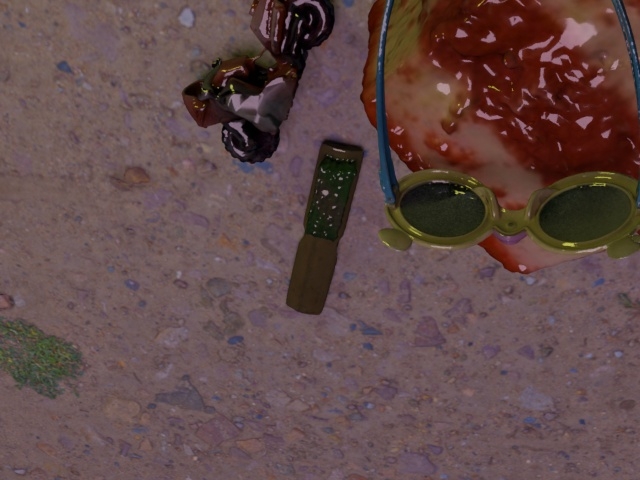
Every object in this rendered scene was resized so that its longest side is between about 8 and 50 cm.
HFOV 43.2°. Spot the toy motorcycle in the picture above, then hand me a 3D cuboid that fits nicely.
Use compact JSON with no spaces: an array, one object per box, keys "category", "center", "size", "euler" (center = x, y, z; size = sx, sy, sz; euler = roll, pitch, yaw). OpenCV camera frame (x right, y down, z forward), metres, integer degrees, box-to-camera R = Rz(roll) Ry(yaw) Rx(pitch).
[{"category":"toy motorcycle","center":[-0.072,-0.179,0.847],"size":[0.118,0.084,0.212],"euler":[23,123,-9]}]

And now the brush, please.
[{"category":"brush","center":[0.000,0.000,1.015],"size":[0.054,0.048,0.282],"euler":[15,133,1]}]

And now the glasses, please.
[{"category":"glasses","center":[0.130,-0.101,0.555],"size":[0.190,0.088,0.220],"euler":[2,113,20]}]

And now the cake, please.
[{"category":"cake","center":[0.214,-0.170,0.677],"size":[0.270,0.269,0.319],"euler":[39,127,-23]}]
